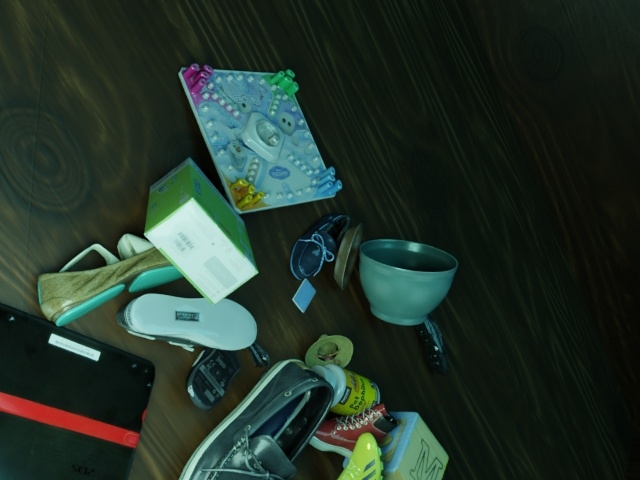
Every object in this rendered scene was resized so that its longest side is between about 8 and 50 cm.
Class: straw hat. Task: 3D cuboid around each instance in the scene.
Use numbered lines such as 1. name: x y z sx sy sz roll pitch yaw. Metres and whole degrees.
1. straw hat: 0.016 0.292 1.670 0.144 0.144 0.061 39 15 -35

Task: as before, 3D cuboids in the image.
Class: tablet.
1. tablet: -0.044 0.150 1.689 0.054 0.006 0.083 54 46 -25

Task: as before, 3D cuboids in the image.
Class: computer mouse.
1. computer mouse: -0.214 0.311 1.416 0.184 0.060 0.262 53 34 -19

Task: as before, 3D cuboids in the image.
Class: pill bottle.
1. pill bottle: 0.054 0.402 1.647 0.215 0.117 0.117 31 58 -40

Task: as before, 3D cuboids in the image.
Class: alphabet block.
1. alphabet block: 0.212 0.613 1.717 0.197 0.192 0.193 55 47 -22

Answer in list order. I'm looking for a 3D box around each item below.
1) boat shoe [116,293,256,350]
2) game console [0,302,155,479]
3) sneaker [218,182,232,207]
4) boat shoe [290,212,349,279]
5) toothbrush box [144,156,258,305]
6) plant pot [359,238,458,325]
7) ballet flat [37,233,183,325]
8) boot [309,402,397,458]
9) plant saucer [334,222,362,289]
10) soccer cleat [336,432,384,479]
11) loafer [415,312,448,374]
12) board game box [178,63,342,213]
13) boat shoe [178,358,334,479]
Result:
1. boat shoe: -0.284 0.182 1.330 0.306 0.105 0.113 9 71 -40
2. game console: -0.495 0.326 1.102 0.386 0.060 0.342 35 50 -39
3. sneaker: -0.212 -0.146 1.541 0.065 0.061 0.158 47 47 -21
4. boat shoe: 0.000 0.000 1.716 0.109 0.089 0.258 51 46 -27
5. toothbrush box: -0.252 -0.028 1.298 0.206 0.122 0.283 52 6 -27
6. plant pot: 0.249 0.133 1.850 0.293 0.293 0.196 -14 117 -49
7. ballet flat: -0.409 0.057 1.242 0.342 0.116 0.124 -24 79 -45
8. boot: 0.070 0.461 1.578 0.244 0.176 0.088 27 20 -22
9. plant saucer: 0.076 0.042 1.770 0.198 0.036 0.199 15 90 -80
10. soccer cleat: 0.079 0.612 1.552 0.121 0.093 0.289 2 115 -22
11. loafer: 0.384 0.340 2.070 0.078 0.076 0.223 -25 95 -41
12. board game box: -0.138 -0.278 1.606 0.390 0.050 0.390 -15 80 -49
13. boat shoe: -0.142 0.470 1.337 0.500 0.156 0.187 -49 129 -32
